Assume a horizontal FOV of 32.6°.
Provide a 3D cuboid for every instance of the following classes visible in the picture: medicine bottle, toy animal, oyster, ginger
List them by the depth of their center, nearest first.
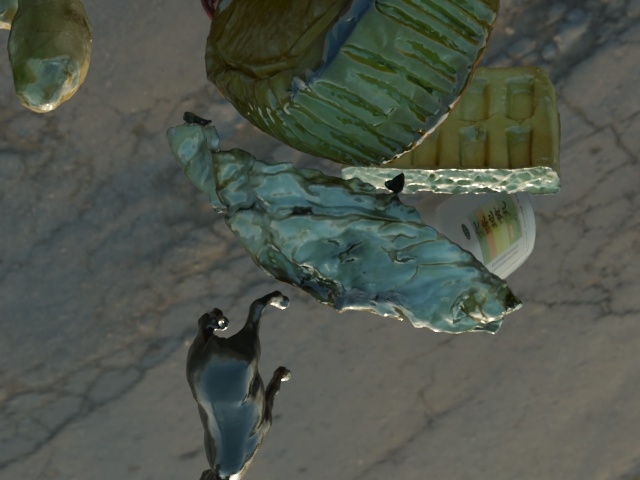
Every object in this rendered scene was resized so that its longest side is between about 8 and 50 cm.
[{"bbox_3d":[-0.079,0.161,0.882,0.093,0.186,0.214,2,129,8],"label":"toy animal"},{"bbox_3d":[-0.002,0.001,0.920,0.107,0.354,0.201,-58,140,-17],"label":"oyster"},{"bbox_3d":[-0.320,-0.314,1.199,0.122,0.348,0.363,33,167,-38],"label":"ginger"},{"bbox_3d":[0.218,0.008,1.753,0.124,0.179,0.324,-1,-160,43],"label":"medicine bottle"}]

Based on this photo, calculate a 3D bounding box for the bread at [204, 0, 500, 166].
[{"bbox_3d":[0.021,-0.182,0.901,0.142,0.253,0.227,23,99,-30],"label":"bread"}]

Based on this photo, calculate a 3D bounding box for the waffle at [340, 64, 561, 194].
[{"bbox_3d":[0.157,-0.139,1.340,0.274,0.168,0.057,1,150,7],"label":"waffle"}]

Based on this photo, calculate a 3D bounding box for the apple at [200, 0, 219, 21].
[{"bbox_3d":[-0.069,-0.411,1.705,0.233,0.234,0.234,-15,149,-9],"label":"apple"}]
